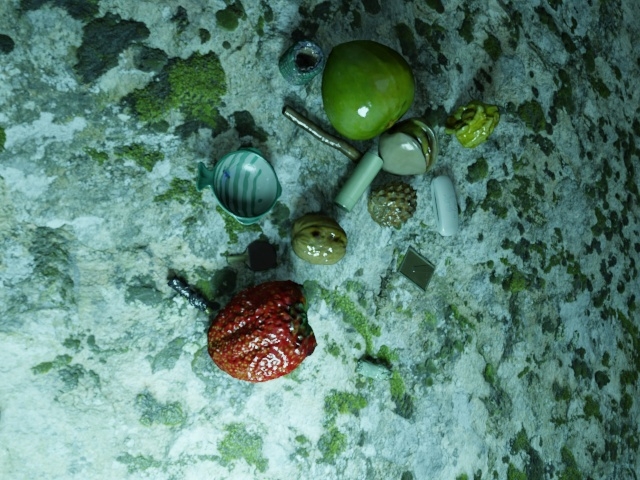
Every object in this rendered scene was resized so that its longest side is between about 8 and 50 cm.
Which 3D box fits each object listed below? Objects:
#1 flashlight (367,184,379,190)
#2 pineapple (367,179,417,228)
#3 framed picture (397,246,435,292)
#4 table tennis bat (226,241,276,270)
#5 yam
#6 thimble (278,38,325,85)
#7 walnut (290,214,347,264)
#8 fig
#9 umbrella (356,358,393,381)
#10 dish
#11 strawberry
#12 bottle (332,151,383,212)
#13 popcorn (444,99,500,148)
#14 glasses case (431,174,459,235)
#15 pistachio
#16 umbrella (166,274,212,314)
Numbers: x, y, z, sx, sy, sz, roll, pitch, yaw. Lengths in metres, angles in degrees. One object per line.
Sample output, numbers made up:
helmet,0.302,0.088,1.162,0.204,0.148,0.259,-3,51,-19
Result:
flashlight,0.173,-0.184,1.465,0.083,0.018,0.018,1,87,-29
pineapple,0.259,-0.126,1.434,0.193,0.166,0.166,-22,97,-27
framed picture,0.354,0.108,1.549,0.149,0.011,0.109,37,71,-22
table tennis bat,-0.201,0.049,1.248,0.157,0.013,0.086,-4,89,-30
yam,0.020,-0.339,1.378,0.327,0.045,0.045,28,51,-24
thimble,-0.058,-0.559,1.324,0.135,0.090,0.118,-41,103,-22
walnut,0.000,0.000,1.289,0.184,0.155,0.155,12,81,-23
fig,0.129,-0.481,1.322,0.317,0.316,0.315,2,86,-29
umbrella,0.184,0.435,1.411,0.144,0.062,0.067,19,47,-26
dish,-0.236,-0.156,1.205,0.246,0.078,0.223,8,83,-29
strawberry,-0.163,0.239,1.138,0.289,0.250,0.238,-12,99,-4
bottle,0.123,-0.191,1.385,0.072,0.072,0.201,37,84,-22
popcorn,0.585,-0.455,1.623,0.156,0.198,0.197,40,69,-19
glasses case,0.472,-0.132,1.602,0.092,0.059,0.233,-8,89,-27
pistachio,0.286,-0.293,1.395,0.166,0.288,0.197,-44,91,-3
umbrella,-0.350,0.149,1.145,0.040,0.037,0.144,-45,107,-1
